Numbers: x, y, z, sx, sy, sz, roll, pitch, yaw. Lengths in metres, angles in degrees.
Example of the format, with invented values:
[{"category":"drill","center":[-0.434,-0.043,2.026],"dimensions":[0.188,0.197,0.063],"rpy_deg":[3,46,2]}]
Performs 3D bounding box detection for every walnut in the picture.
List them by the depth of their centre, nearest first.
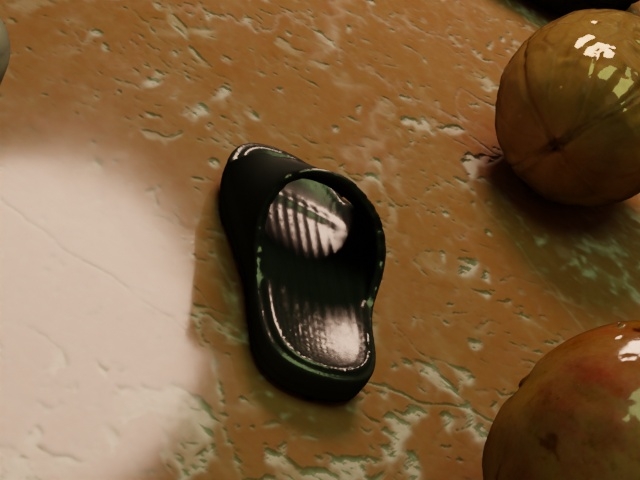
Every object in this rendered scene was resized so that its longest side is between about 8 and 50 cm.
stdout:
[{"category":"walnut","center":[0.232,-0.111,1.552],"dimensions":[0.165,0.165,0.197],"rpy_deg":[37,40,7]}]

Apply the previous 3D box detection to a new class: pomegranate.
[{"category":"pomegranate","center":[0.200,0.144,1.146],"dimensions":[0.191,0.191,0.191],"rpy_deg":[23,33,-16]}]

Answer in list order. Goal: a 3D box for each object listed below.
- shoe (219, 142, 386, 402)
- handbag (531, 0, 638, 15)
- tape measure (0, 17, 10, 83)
[{"category":"shoe","center":[0.000,0.000,1.258],"dimensions":[0.108,0.093,0.241],"rpy_deg":[16,37,-22]},{"category":"handbag","center":[0.217,-0.346,1.922],"dimensions":[0.308,0.093,0.254],"rpy_deg":[39,34,11]},{"category":"tape measure","center":[-0.336,-0.123,1.101],"dimensions":[0.265,0.130,0.258],"rpy_deg":[44,36,18]}]
